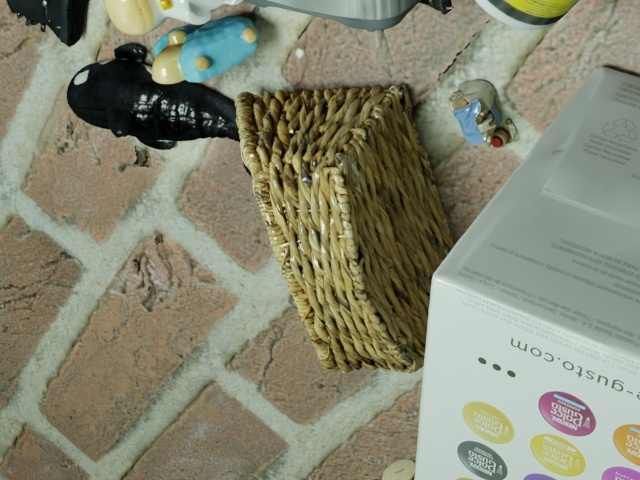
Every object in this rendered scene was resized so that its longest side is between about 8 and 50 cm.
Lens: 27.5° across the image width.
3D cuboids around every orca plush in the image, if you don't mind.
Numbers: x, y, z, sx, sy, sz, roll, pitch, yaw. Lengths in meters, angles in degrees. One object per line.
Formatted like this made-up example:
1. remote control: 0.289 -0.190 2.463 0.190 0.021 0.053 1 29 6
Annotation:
1. orca plush: -0.208 -0.138 1.591 0.287 0.102 0.151 27 140 16

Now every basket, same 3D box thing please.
1. basket: 0.000 0.000 1.454 0.223 0.213 0.299 1 128 31

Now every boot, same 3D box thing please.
1. boot: -0.332 -0.300 1.586 0.099 0.045 0.121 36 142 12

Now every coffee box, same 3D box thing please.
1. coffee box: 0.317 0.104 1.207 0.338 0.338 0.334 23 139 21

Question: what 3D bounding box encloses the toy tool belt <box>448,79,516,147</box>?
1. toy tool belt: 0.162 -0.121 1.347 0.052 0.051 0.083 -10 120 45

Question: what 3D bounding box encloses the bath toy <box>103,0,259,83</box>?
1. bath toy: -0.180 -0.338 1.366 0.129 0.151 0.348 50 161 54

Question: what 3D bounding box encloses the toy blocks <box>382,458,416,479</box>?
1. toy blocks: 0.166 0.378 1.825 0.123 0.054 0.148 -3 125 41

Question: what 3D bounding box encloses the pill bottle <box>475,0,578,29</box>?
1. pill bottle: 0.214 -0.281 1.095 0.119 0.119 0.208 42 141 -2

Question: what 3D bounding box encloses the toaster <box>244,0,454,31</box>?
1. toaster: 0.018 -0.295 1.236 0.227 0.129 0.146 19 135 27
